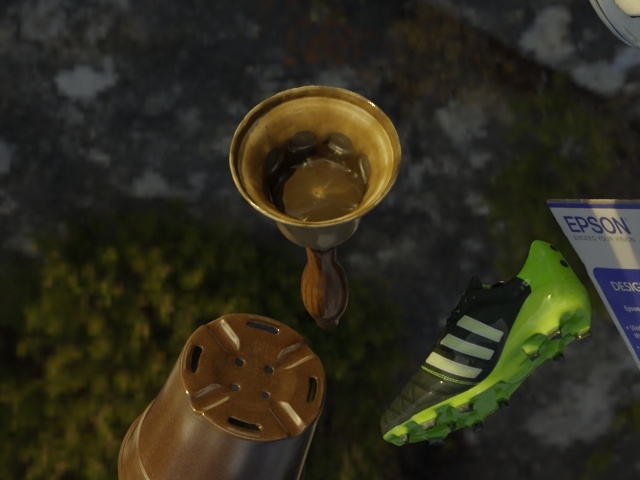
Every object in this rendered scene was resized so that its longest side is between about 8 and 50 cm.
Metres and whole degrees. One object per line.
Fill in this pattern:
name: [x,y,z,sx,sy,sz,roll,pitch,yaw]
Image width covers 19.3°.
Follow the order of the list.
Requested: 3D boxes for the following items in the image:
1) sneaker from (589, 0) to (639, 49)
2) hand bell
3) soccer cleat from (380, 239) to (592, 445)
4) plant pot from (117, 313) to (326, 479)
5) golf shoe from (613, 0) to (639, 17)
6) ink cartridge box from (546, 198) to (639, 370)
sneaker: [0.176,-0.176,0.936,0.094,0.091,0.258,-14,141,-1]
hand bell: [0.000,0.000,1.471,0.126,0.126,0.242,-4,148,-1]
soccer cleat: [0.100,0.069,1.185,0.060,0.072,0.179,11,138,-42]
plant pot: [-0.074,0.158,1.589,0.167,0.167,0.165,9,141,-13]
golf shoe: [0.191,-0.155,0.816,0.176,0.069,0.086,-22,95,-2]
ink cartridge box: [0.346,0.079,1.370,0.303,0.072,0.307,3,126,57]
